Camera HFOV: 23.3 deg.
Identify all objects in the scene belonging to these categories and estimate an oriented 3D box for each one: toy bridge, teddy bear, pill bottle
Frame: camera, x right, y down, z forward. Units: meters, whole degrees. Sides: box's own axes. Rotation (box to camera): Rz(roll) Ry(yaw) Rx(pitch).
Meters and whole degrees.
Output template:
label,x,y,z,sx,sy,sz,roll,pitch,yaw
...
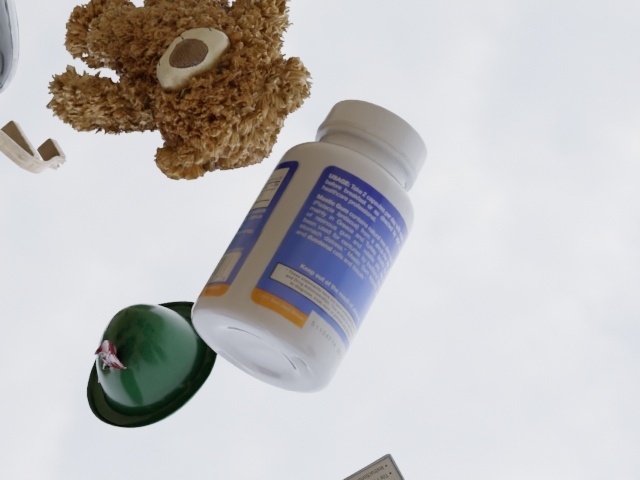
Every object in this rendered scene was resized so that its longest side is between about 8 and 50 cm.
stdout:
label,x,y,z,sx,sy,sz,roll,pitch,yaw
toy bridge,-0.353,-0.111,1.826,0.026,0.188,0.063,-38,-111,10
teddy bear,-0.136,-0.182,1.457,0.245,0.113,0.338,-7,-148,-1
pill bottle,0.000,0.000,1.526,0.152,0.152,0.272,10,-120,39

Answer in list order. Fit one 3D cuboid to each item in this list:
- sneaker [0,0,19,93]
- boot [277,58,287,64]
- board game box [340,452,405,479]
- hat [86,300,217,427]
label,x,y,z,sx,sy,sz,roll,pitch,yaw
sneaker,-0.232,-0.155,0.768,0.105,0.295,0.147,-25,-140,0
boot,-0.095,-0.170,1.609,0.121,0.099,0.045,-60,-173,-35
board game box,-0.003,0.391,1.278,0.319,0.066,0.318,-27,-101,-10
hat,-0.224,0.091,1.705,0.209,0.183,0.173,4,-123,40
